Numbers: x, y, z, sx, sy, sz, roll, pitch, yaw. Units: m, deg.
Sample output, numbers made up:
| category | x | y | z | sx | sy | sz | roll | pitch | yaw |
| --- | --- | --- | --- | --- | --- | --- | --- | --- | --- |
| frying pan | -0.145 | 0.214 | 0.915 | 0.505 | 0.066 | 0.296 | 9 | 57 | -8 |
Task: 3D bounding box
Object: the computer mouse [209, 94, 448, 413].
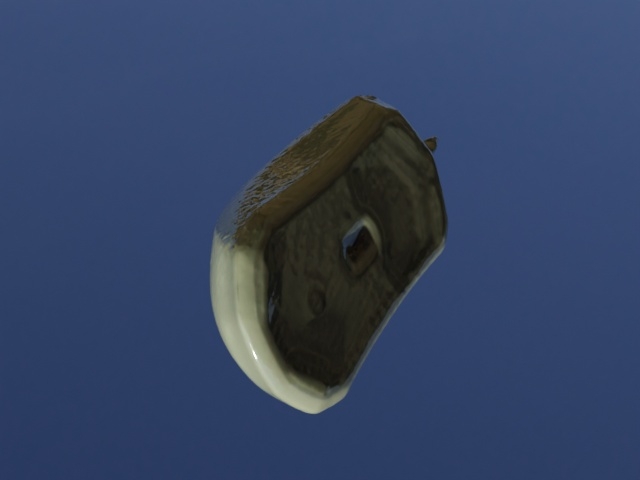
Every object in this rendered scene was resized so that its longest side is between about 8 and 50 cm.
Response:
| category | x | y | z | sx | sy | sz | roll | pitch | yaw |
| --- | --- | --- | --- | --- | --- | --- | --- | --- | --- |
| computer mouse | 0.000 | 0.000 | 0.764 | 0.056 | 0.089 | 0.181 | -5 | -151 | 34 |
